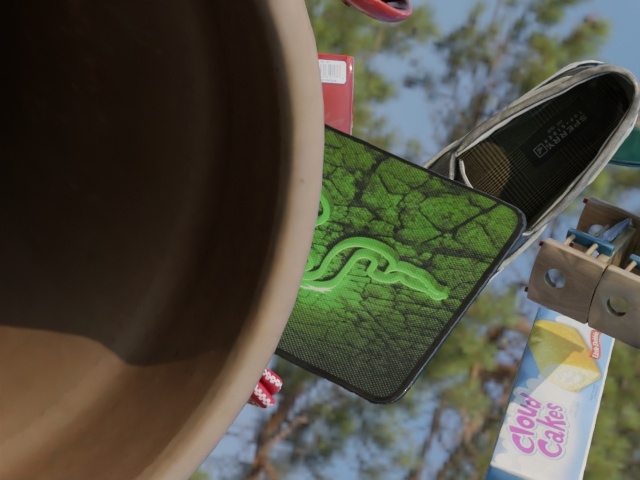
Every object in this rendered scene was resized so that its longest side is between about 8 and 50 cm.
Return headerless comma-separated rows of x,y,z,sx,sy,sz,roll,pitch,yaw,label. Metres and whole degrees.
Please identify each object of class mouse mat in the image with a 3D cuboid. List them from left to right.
0.000,0.000,0.819,0.152,0.189,0.007,-51,152,-29,mouse mat

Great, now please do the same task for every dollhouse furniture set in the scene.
0.290,-0.023,1.360,0.129,0.129,0.184,-36,144,-53,dollhouse furniture set

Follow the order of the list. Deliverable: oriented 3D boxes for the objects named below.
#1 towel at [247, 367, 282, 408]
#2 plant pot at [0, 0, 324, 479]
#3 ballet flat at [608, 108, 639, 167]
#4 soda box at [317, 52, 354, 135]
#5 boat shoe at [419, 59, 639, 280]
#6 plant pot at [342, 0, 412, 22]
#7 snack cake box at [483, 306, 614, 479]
-0.152,0.042,1.166,0.031,0.199,0.275,-48,-156,-18,towel
-0.163,-0.046,0.442,0.229,0.263,0.263,42,-59,51,plant pot
0.373,-0.115,1.440,0.083,0.247,0.087,-73,167,-45,ballet flat
-0.115,-0.081,0.945,0.092,0.263,0.083,167,-74,-78,soda box
0.116,-0.032,1.167,0.335,0.121,0.119,-45,174,-1,boat shoe
0.069,-0.342,1.555,0.174,0.191,0.191,-46,-153,20,plant pot
0.220,0.209,1.484,0.264,0.089,0.152,-61,167,-54,snack cake box
